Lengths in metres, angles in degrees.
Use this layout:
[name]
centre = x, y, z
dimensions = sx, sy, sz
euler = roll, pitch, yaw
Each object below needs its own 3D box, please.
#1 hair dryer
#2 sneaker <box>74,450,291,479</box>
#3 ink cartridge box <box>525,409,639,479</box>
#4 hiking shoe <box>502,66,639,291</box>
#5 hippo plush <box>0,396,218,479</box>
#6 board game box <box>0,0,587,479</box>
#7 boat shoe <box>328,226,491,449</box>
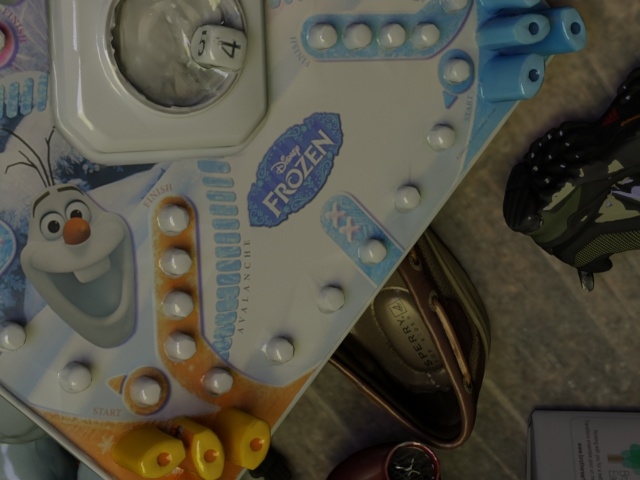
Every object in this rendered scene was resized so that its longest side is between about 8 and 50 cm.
[hair dryer]
centre = 0.084, 0.238, 1.018
dimensions = 0.080, 0.223, 0.293
euler = -36, 129, -21
[sneaker]
centre = -0.150, 0.165, 1.048
dimensions = 0.279, 0.107, 0.118
euler = 39, 127, -14
[ink cartridge box]
centre = 0.339, 0.252, 0.954
dimensions = 0.395, 0.270, 0.151
euler = -1, 123, 6
[hiking shoe]
centre = 0.230, -0.054, 0.901
dimensions = 0.227, 0.086, 0.114
euler = -32, 127, 28
[hippo plush]
centre = -0.183, 0.046, 0.902
dimensions = 0.294, 0.237, 0.234
euler = 34, 125, -25
[board game box]
centre = -0.075, -0.105, 0.744
dimensions = 0.390, 0.050, 0.390
euler = 46, 72, -25
[boat shoe]
centre = 0.000, 0.000, 0.918
dimensions = 0.123, 0.123, 0.342
euler = -27, 115, 19
